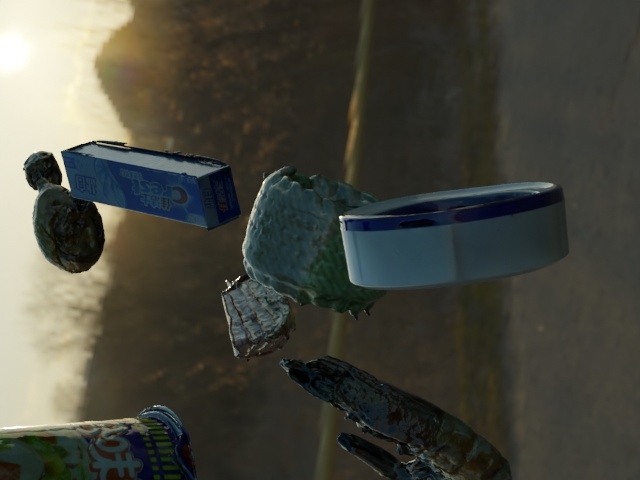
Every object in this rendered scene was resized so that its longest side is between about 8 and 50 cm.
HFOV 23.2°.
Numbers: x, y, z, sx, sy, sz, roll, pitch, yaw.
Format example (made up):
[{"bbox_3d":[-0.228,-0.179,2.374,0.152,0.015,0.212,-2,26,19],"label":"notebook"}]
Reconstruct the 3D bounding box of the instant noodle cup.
[{"bbox_3d":[-0.345,0.334,1.898,0.284,0.312,0.284,-19,68,58],"label":"instant noodle cup"}]

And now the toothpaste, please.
[{"bbox_3d":[-0.197,-0.066,1.757,0.272,0.053,0.066,12,118,47],"label":"toothpaste"}]

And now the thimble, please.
[{"bbox_3d":[0.000,0.000,2.075,0.219,0.219,0.150,-96,27,-77],"label":"thimble"}]

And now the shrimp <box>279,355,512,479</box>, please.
[{"bbox_3d":[0.092,0.271,2.131,0.071,0.365,0.233,-64,4,-33],"label":"shrimp"}]

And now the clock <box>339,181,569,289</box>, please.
[{"bbox_3d":[0.137,-0.005,1.589,0.230,0.230,0.083,-135,38,-85],"label":"clock"}]

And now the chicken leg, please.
[{"bbox_3d":[-0.352,-0.045,2.071,0.251,0.087,0.107,-125,31,-53],"label":"chicken leg"}]

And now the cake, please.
[{"bbox_3d":[-0.088,0.132,2.342,0.287,0.098,0.135,-119,14,-77],"label":"cake"}]
